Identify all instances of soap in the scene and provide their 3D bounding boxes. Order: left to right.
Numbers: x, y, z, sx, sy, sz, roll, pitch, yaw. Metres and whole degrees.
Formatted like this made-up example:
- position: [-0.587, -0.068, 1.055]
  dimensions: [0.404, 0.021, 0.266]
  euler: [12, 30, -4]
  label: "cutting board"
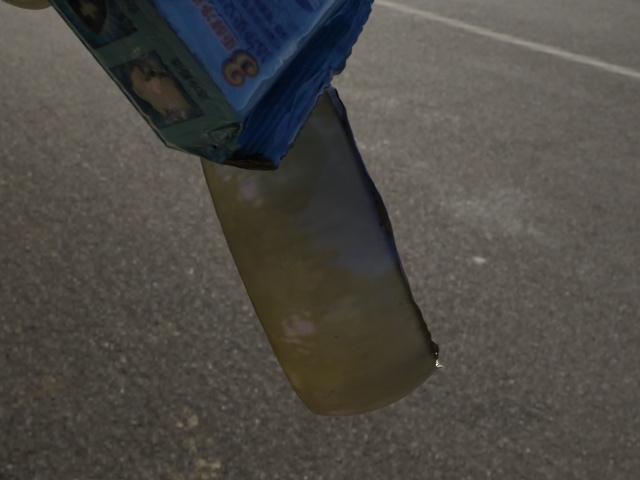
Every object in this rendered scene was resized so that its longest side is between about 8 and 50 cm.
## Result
- position: [-0.090, -0.183, 0.473]
  dimensions: [0.077, 0.293, 0.156]
  euler: [-7, 38, 45]
  label: "soap"

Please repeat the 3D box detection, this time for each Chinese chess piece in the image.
- position: [0.000, 0.000, 0.697]
  dimensions: [0.104, 0.257, 0.257]
  euler: [-22, 24, 3]
  label: "Chinese chess piece"

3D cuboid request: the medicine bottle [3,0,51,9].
- position: [-0.301, -0.390, 1.076]
  dimensions: [0.131, 0.131, 0.250]
  euler: [14, 64, 12]
  label: "medicine bottle"
